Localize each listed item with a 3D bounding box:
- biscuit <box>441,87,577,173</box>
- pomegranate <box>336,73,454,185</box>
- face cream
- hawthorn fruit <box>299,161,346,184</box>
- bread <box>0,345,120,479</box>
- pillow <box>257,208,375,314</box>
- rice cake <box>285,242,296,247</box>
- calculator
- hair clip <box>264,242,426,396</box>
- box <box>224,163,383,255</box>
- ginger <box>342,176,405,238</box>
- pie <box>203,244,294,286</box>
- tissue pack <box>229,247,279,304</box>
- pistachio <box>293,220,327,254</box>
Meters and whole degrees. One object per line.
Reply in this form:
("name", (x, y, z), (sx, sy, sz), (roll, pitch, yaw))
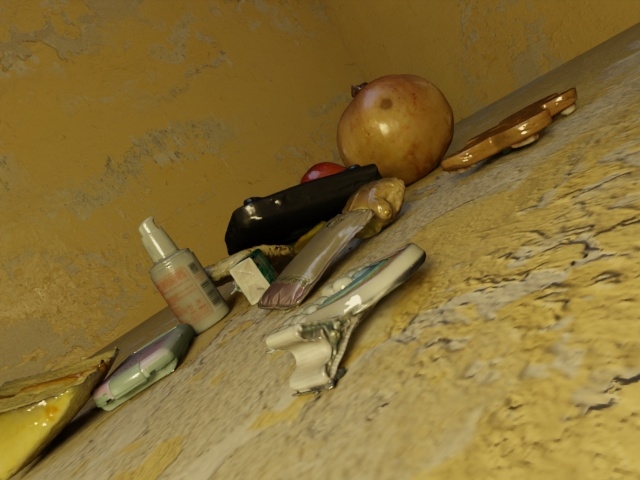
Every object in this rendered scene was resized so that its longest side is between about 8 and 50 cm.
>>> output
("biscuit", (0.372, -0.209, 0.837), (0.216, 0.047, 0.339), (-23, 8, 40))
("pomegranate", (0.192, -0.310, 1.216), (0.338, 0.338, 0.338), (-31, 6, 4))
("face cream", (-0.293, 0.067, 0.911), (0.101, 0.252, 0.101), (-32, 6, 4))
("hawthorn fruit", (0.047, -0.139, 1.340), (0.225, 0.196, 0.196), (4, 22, 23))
("bread", (-0.433, 0.227, 0.700), (0.178, 0.135, 0.240), (-51, 8, -8))
("pillow", (-0.005, 0.025, 0.702), (0.233, 0.038, 0.130), (-49, 19, -27))
("rice cake", (-0.092, 0.007, 1.265), (0.221, 0.080, 0.042), (-35, 43, -26))
("calculator", (-0.297, 0.212, 0.774), (0.141, 0.045, 0.246), (-32, 5, -4))
("hair clip", (0.033, 0.057, 0.414), (0.140, 0.054, 0.220), (-35, -1, 38))
("box", (-0.049, -0.065, 1.058), (0.359, 0.091, 0.350), (-20, -7, -21))
("ginger", (0.092, -0.062, 0.885), (0.131, 0.086, 0.294), (-54, 2, -1))
("pie", (-0.187, 0.063, 1.066), (0.274, 0.055, 0.274), (-19, -4, -2))
("tissue pack", (-0.137, 0.075, 0.882), (0.079, 0.085, 0.111), (-33, 7, 5))
("pistachio", (0.000, 0.000, 0.967), (0.089, 0.049, 0.173), (-59, 19, -22))
